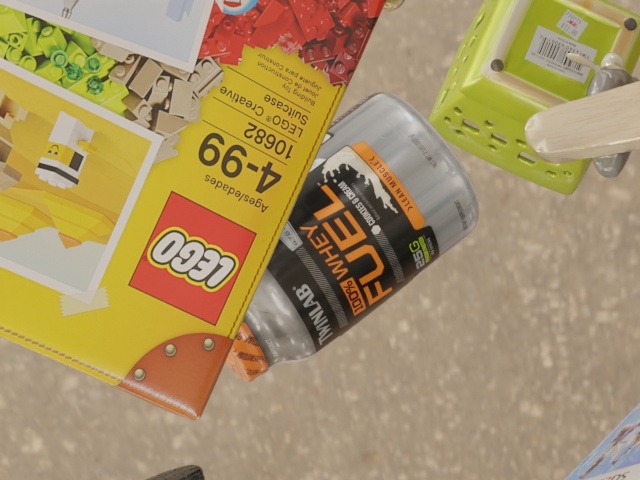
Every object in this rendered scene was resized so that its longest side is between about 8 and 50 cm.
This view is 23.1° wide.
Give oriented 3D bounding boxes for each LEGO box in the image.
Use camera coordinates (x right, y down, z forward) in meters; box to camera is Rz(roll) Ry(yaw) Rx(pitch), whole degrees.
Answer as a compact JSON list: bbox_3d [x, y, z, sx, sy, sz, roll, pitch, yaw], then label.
[{"bbox_3d":[-0.245,-0.158,1.003,0.193,0.500,0.373,9,74,65],"label":"LEGO box"}]

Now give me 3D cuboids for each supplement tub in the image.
[{"bbox_3d":[0.000,0.000,1.697,0.316,0.193,0.193,-38,56,-11],"label":"supplement tub"}]

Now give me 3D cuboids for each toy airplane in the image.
[{"bbox_3d":[0.461,-0.180,1.726,0.386,0.272,0.384,36,104,29],"label":"toy airplane"}]

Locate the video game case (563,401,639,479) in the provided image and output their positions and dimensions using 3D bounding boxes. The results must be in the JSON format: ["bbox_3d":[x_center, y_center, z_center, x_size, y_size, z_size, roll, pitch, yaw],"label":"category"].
[{"bbox_3d":[0.378,0.207,1.651,0.269,0.244,0.061,-40,91,-28],"label":"video game case"}]

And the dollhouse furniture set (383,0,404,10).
[{"bbox_3d":[0.010,-0.382,2.207,0.161,0.182,0.101,-13,75,29],"label":"dollhouse furniture set"}]

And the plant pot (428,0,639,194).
[{"bbox_3d":[0.294,-0.219,2.057,0.228,0.207,0.227,25,78,0],"label":"plant pot"}]

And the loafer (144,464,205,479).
[{"bbox_3d":[-0.184,0.292,1.601,0.170,0.061,0.062,-33,14,-18],"label":"loafer"}]
